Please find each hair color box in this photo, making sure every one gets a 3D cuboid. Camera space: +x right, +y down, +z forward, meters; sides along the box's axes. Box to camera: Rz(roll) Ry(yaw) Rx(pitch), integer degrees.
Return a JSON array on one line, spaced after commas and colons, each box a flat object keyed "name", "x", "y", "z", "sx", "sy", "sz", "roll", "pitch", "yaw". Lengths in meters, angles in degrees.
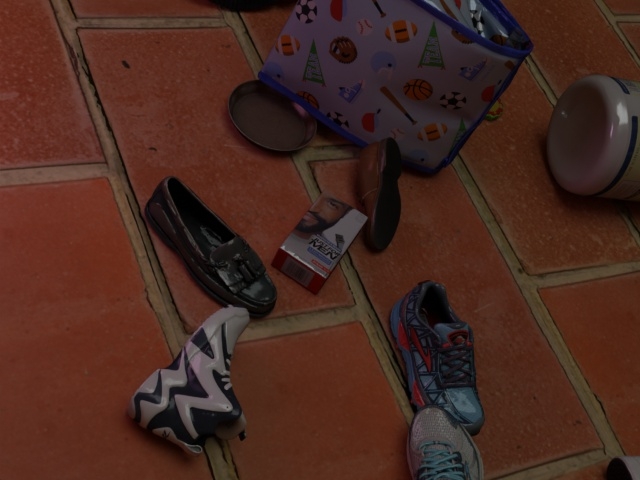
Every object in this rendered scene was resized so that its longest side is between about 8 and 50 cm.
[{"name": "hair color box", "x": 0.000, "y": 0.000, "z": 1.707, "sx": 0.093, "sy": 0.053, "sz": 0.167, "roll": 33, "pitch": 47, "yaw": 3}]

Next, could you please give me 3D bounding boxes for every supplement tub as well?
[{"name": "supplement tub", "x": 0.642, "y": -0.193, "z": 2.033, "sx": 0.325, "sy": 0.235, "sz": 0.235, "roll": 5, "pitch": 53, "yaw": -22}]

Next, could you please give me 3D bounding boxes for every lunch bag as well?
[{"name": "lunch bag", "x": 0.143, "y": -0.337, "z": 1.841, "sx": 0.385, "sy": 0.328, "sz": 0.239, "roll": 35, "pitch": 40, "yaw": 2}]

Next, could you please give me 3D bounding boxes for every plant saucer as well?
[{"name": "plant saucer", "x": -0.089, "y": -0.219, "z": 1.849, "sx": 0.168, "sy": 0.029, "sz": 0.168, "roll": 12, "pitch": 51, "yaw": -16}]

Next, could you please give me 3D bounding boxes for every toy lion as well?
[{"name": "toy lion", "x": 0.326, "y": -0.287, "z": 2.098, "sx": 0.100, "sy": 0.034, "sz": 0.096, "roll": -9, "pitch": 67, "yaw": -30}]

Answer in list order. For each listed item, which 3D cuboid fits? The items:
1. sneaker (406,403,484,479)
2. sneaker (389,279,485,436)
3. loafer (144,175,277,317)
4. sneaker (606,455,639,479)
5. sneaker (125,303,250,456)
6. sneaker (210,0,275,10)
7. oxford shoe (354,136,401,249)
[{"name": "sneaker", "x": 0.185, "y": 0.351, "z": 1.454, "sx": 0.110, "sy": 0.122, "sz": 0.283, "roll": -12, "pitch": 54, "yaw": 3}, {"name": "sneaker", "x": 0.190, "y": 0.180, "z": 1.608, "sx": 0.104, "sy": 0.125, "sz": 0.262, "roll": -7, "pitch": 58, "yaw": -29}, {"name": "loafer", "x": -0.168, "y": 0.009, "z": 1.599, "sx": 0.267, "sy": 0.084, "sz": 0.096, "roll": 42, "pitch": 49, "yaw": 10}, {"name": "sneaker", "x": 0.551, "y": 0.460, "z": 1.575, "sx": 0.123, "sy": 0.106, "sz": 0.290, "roll": 2, "pitch": 53, "yaw": -21}, {"name": "sneaker", "x": -0.143, "y": 0.207, "z": 1.454, "sx": 0.153, "sy": 0.094, "sz": 0.235, "roll": 41, "pitch": 49, "yaw": 6}, {"name": "sneaker", "x": -0.122, "y": -0.544, "z": 2.042, "sx": 0.330, "sy": 0.122, "sz": 0.146, "roll": -9, "pitch": 41, "yaw": -29}, {"name": "oxford shoe", "x": 0.095, "y": -0.076, "z": 1.808, "sx": 0.076, "sy": 0.076, "sz": 0.212, "roll": 38, "pitch": 50, "yaw": -47}]
